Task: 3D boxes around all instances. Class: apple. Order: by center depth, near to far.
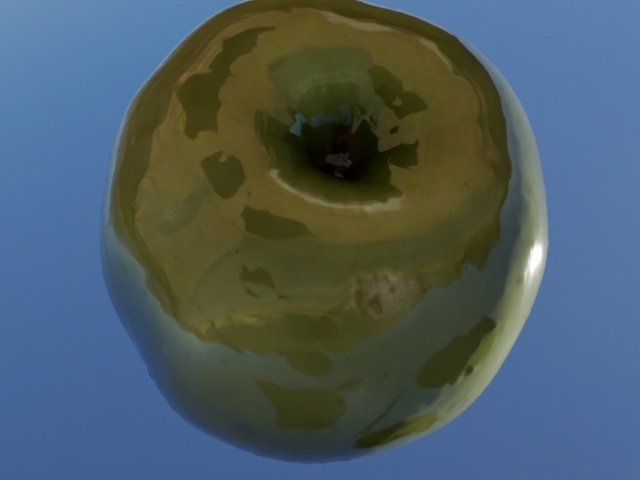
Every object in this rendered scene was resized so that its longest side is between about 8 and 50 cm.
[{"bbox_3d":[0.000,0.000,0.741,0.357,0.357,0.357,-22,-149,14],"label":"apple"}]
